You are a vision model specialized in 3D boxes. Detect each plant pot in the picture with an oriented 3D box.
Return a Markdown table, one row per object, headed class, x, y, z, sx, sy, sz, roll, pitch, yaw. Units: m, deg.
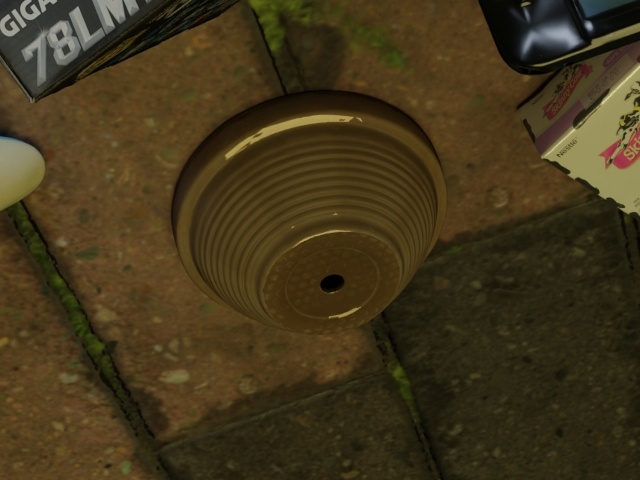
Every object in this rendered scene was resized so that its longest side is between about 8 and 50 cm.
| class | x | y | z | sx | sy | sz | roll | pitch | yaw |
| --- | --- | --- | --- | --- | --- | --- | --- | --- | --- |
| plant pot | 0.000 | 0.000 | 1.346 | 0.237 | 0.109 | 0.237 | -8 | 131 | -9 |

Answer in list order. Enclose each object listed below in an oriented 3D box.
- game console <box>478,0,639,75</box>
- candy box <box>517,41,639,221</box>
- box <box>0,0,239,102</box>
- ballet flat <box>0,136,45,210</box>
| class | x | y | z | sx | sy | sz | roll | pitch | yaw |
| --- | --- | --- | --- | --- | --- | --- | --- | --- | --- |
| game console | 0.223 | -0.293 | 1.111 | 0.293 | 0.250 | 0.173 | -20 | 159 | 3 |
| candy box | 0.295 | -0.103 | 1.358 | 0.196 | 0.070 | 0.165 | 28 | 119 | -34 |
| box | -0.033 | -0.217 | 1.000 | 0.295 | 0.293 | 0.073 | -34 | 94 | 26 |
| ballet flat | -0.337 | -0.028 | 1.248 | 0.249 | 0.086 | 0.086 | -5 | 132 | -11 |
